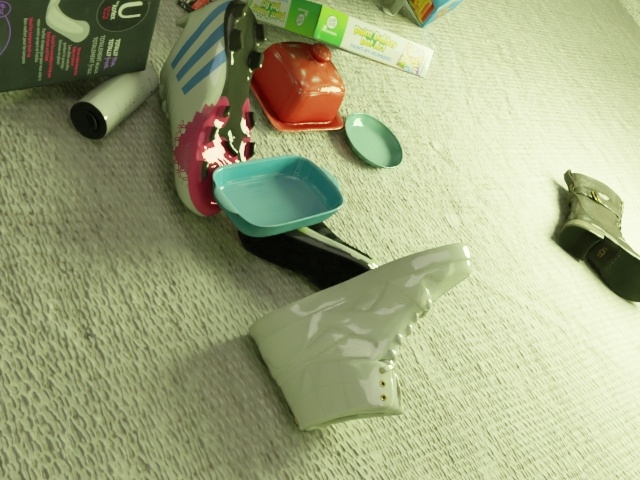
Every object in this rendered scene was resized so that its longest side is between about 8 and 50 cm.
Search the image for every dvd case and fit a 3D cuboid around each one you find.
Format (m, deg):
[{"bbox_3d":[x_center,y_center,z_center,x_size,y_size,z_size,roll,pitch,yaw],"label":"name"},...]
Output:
[{"bbox_3d":[-0.171,-0.379,1.263,0.119,0.013,0.087,33,41,-10],"label":"dvd case"}]

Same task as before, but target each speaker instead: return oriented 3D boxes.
[{"bbox_3d":[-0.266,-0.185,0.986,0.055,0.055,0.136,37,41,-7],"label":"speaker"}]

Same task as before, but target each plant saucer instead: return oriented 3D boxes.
[{"bbox_3d":[0.086,-0.164,1.282,0.119,0.021,0.119,22,45,-24],"label":"plant saucer"}]

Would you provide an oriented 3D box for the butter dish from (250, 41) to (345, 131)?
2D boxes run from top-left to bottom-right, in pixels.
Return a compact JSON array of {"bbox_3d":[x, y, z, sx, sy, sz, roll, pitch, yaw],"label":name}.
[{"bbox_3d":[-0.025,-0.262,1.201,0.160,0.118,0.160,-10,64,-44],"label":"butter dish"}]

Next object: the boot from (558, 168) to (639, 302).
[{"bbox_3d":[0.587,-0.020,1.514,0.263,0.091,0.229,38,41,-3],"label":"boot"}]

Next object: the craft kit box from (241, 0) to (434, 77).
[{"bbox_3d":[0.017,-0.347,1.251,0.246,0.061,0.249,4,20,-40],"label":"craft kit box"}]

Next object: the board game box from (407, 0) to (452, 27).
[{"bbox_3d":[0.179,-0.593,1.505,0.302,0.086,0.308,59,6,-6],"label":"board game box"}]

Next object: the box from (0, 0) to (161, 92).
[{"bbox_3d":[-0.342,-0.283,0.885,0.270,0.165,0.143,-18,68,-32],"label":"box"}]

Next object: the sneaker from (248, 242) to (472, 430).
[{"bbox_3d":[0.080,0.123,0.913,0.292,0.108,0.169,-23,73,-11],"label":"sneaker"}]

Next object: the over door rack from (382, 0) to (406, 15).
[{"bbox_3d":[0.060,-0.623,1.513,0.324,0.108,0.240,14,44,-61],"label":"over door rack"}]

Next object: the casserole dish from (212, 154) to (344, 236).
[{"bbox_3d":[-0.056,-0.054,0.962,0.188,0.037,0.114,-15,54,-41],"label":"casserole dish"}]

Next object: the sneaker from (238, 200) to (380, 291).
[{"bbox_3d":[0.000,0.000,1.022,0.234,0.084,0.097,31,41,-15],"label":"sneaker"}]

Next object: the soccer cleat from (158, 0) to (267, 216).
[{"bbox_3d":[-0.164,-0.180,1.041,0.116,0.143,0.332,43,49,-54],"label":"soccer cleat"}]
